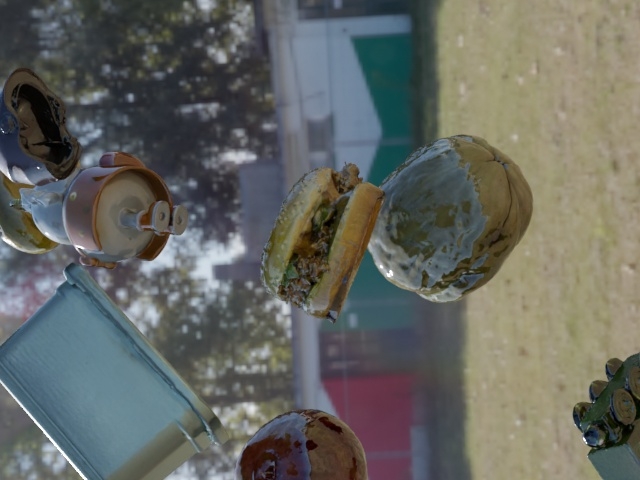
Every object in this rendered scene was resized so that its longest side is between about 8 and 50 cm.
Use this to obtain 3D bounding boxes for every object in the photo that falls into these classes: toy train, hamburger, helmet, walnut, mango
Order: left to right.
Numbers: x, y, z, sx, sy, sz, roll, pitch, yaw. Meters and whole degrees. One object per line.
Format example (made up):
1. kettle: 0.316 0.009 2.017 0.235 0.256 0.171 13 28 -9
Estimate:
1. helmet: -0.313 -0.112 1.141 0.123 0.070 0.098 63 -157 -10
2. mango: -0.435 -0.085 1.601 0.130 0.167 0.262 -56 31 35
3. hamburger: 0.003 -0.007 1.309 0.182 0.118 0.191 89 -153 -87
4. walnut: 0.200 -0.039 1.682 0.283 0.227 0.283 -19 67 55
5. toy train: 0.440 0.244 1.507 0.225 0.090 0.137 -37 -86 -45

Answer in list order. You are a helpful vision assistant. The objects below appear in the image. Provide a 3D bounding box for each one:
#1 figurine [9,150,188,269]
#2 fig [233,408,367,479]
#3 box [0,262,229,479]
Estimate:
1. figurine: -0.282 -0.030 1.342 0.143 0.271 0.143 24 -119 -53
2. fig: -0.016 0.334 1.496 0.205 0.205 0.205 -3 -90 -89
3. box: -0.297 0.208 1.480 0.312 0.182 0.175 45 165 16
